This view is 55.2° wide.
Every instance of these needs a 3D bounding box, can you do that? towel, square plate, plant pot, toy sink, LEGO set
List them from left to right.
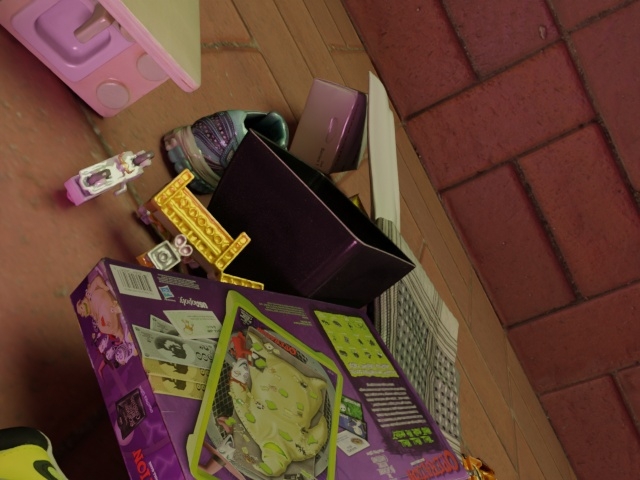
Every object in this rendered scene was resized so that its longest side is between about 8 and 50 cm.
[{"bbox_3d":[-0.221,-0.234,0.626,0.153,0.131,0.234,46,22,-43],"label":"toy sink"},{"bbox_3d":[-0.138,0.051,0.601,0.132,0.107,0.286,-24,94,-36],"label":"LEGO set"},{"bbox_3d":[-0.034,0.014,0.704,0.187,0.167,0.188,47,13,25],"label":"plant pot"},{"bbox_3d":[0.113,-0.067,1.123,0.344,0.049,0.347,83,6,-56],"label":"square plate"},{"bbox_3d":[0.141,0.179,0.833,0.312,0.056,0.324,-83,150,-43],"label":"towel"}]

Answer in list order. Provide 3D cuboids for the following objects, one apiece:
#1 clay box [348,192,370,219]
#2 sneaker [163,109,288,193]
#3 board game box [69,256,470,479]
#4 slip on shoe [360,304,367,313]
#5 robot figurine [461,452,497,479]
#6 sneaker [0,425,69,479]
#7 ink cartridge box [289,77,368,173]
[{"bbox_3d":[0.000,0.000,0.912,0.053,0.128,0.222,62,21,-12],"label":"clay box"},{"bbox_3d":[-0.085,-0.120,0.844,0.110,0.122,0.283,66,19,2],"label":"sneaker"},{"bbox_3d":[-0.015,0.131,0.500,0.347,0.056,0.208,19,28,-53],"label":"board game box"},{"bbox_3d":[0.082,0.179,0.899,0.331,0.101,0.123,70,25,-15],"label":"slip on shoe"},{"bbox_3d":[0.298,0.493,1.151,0.291,0.085,0.211,45,27,-44],"label":"robot figurine"},{"bbox_3d":[-0.084,0.246,0.389,0.384,0.145,0.147,52,24,-37],"label":"sneaker"},{"bbox_3d":[0.034,-0.221,1.196,0.093,0.160,0.219,24,14,14],"label":"ink cartridge box"}]
